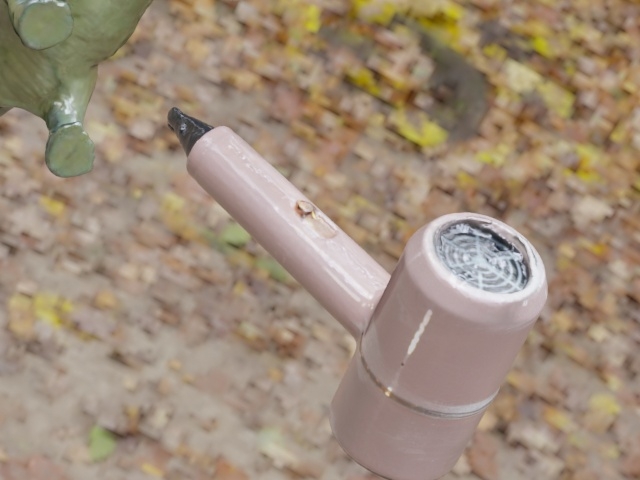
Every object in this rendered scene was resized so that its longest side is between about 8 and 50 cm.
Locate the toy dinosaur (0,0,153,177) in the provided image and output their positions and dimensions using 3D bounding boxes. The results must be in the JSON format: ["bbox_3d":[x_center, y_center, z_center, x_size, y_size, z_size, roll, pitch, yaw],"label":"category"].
[{"bbox_3d":[-0.119,-0.109,0.830,0.076,0.363,0.147,36,10,-30],"label":"toy dinosaur"}]

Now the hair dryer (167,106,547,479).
[{"bbox_3d":[0.000,0.000,1.296,0.344,0.189,0.107,42,43,22],"label":"hair dryer"}]
